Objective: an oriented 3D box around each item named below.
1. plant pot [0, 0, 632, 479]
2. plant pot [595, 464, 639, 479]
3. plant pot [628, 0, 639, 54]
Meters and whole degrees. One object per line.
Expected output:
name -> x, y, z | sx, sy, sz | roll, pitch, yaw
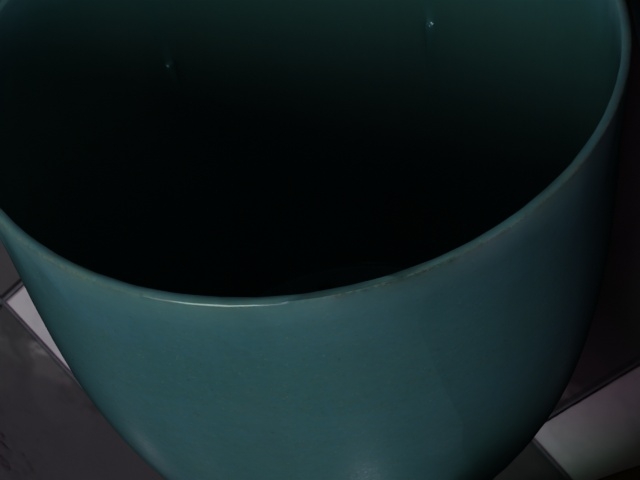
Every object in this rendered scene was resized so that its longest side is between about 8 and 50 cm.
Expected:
plant pot -> 0.000, 0.000, 0.938 | 0.293, 0.293, 0.235 | 15, 140, 22
plant pot -> 0.167, 0.214, 1.031 | 0.237, 0.237, 0.254 | 45, 117, -3
plant pot -> 0.249, -0.010, 0.801 | 0.196, 0.293, 0.293 | -14, 114, 9
